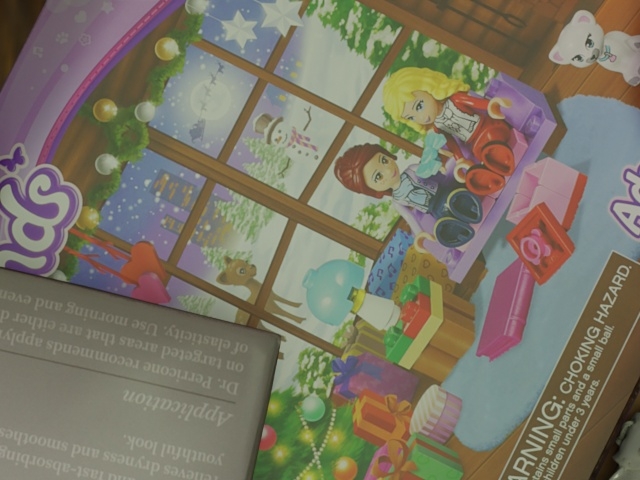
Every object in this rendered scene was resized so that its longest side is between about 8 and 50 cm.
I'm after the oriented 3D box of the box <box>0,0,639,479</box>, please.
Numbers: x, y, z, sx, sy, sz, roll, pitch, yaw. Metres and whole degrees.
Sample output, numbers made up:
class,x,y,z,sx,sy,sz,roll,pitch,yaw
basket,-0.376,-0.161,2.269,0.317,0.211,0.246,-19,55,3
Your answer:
class,x,y,z,sx,sy,sz,roll,pitch,yaw
box,0.000,0.000,0.561,0.201,0.057,0.293,26,88,0

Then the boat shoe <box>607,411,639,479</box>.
class,x,y,z,sx,sy,sz,roll,pitch,yaw
boat shoe,0.106,0.066,0.577,0.100,0.035,0.035,-35,62,2

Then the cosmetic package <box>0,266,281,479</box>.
class,x,y,z,sx,sy,sz,roll,pitch,yaw
cosmetic package,-0.095,0.126,0.457,0.127,0.107,0.238,15,81,-3
